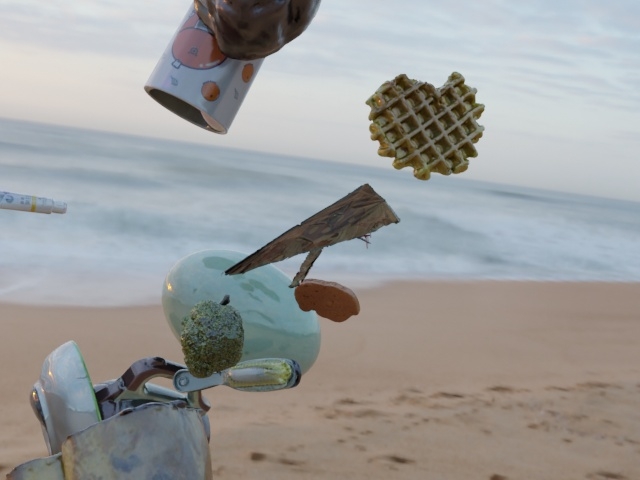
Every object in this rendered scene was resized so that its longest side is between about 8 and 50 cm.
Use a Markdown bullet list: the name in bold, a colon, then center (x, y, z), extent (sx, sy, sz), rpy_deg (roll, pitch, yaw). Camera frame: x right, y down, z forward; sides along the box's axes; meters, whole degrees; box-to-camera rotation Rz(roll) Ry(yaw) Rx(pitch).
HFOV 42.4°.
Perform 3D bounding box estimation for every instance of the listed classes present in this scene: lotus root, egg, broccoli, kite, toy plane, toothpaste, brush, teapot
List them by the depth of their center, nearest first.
- **lotus root**: center (-0.286, 0.383, 1.148), extent (0.316, 0.316, 0.250), rpy_deg (4, 50, -32)
- **kite**: center (0.000, 0.000, 1.231), extent (0.335, 0.011, 0.314), rpy_deg (-16, -22, -31)
- **broccoli**: center (-0.188, 0.167, 1.417), extent (0.120, 0.131, 0.130), rpy_deg (-10, 16, 46)
- **toothpaste**: center (-0.564, -0.072, 1.516), extent (0.190, 0.048, 0.031), rpy_deg (8, -31, -29)
- **brush**: center (-0.185, 0.281, 1.690), extent (0.296, 0.068, 0.060), rpy_deg (-9, -13, 21)
- **egg**: center (-0.177, 0.174, 1.866), extent (0.389, 0.276, 0.276), rpy_deg (32, 3, -7)
- **teapot**: center (-0.407, 0.404, 1.904), extent (0.312, 0.315, 0.233), rpy_deg (40, 7, -48)
- **toy plane**: center (0.103, -0.026, 2.179), extent (0.037, 0.060, 0.145), rpy_deg (-9, -24, 21)

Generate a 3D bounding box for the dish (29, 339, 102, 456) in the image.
- **dish**: center (-0.579, 0.397, 1.857), extent (0.124, 0.324, 0.324), rpy_deg (-13, 14, -24)

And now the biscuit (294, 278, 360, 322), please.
- **biscuit**: center (0.013, 0.113, 1.580), extent (0.130, 0.102, 0.019), rpy_deg (14, 46, 11)

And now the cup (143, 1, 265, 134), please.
- **cup**: center (-0.236, -0.431, 1.889), extent (0.212, 0.317, 0.212), rpy_deg (26, -8, 4)

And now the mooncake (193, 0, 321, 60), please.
- **mooncake**: center (-0.160, -0.600, 1.719), extent (0.381, 0.350, 0.212), rpy_deg (36, -18, 8)

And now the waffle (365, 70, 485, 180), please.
- **waffle**: center (0.212, -0.246, 1.668), extent (0.253, 0.249, 0.056), rpy_deg (24, -18, -11)
